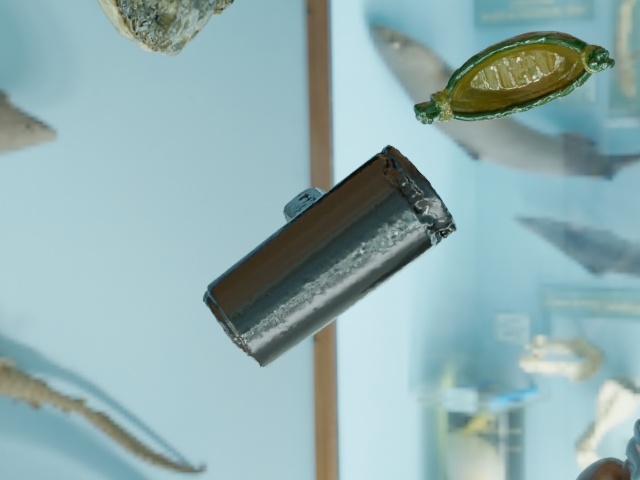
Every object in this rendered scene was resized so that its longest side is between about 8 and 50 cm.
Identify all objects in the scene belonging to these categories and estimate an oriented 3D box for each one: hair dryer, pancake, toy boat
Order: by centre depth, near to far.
[{"bbox_3d":[0.000,0.000,1.203,0.197,0.089,0.251,-38,-168,3],"label":"hair dryer"},{"bbox_3d":[0.217,-0.181,1.600,0.229,0.089,0.088,-16,-156,15],"label":"toy boat"},{"bbox_3d":[-0.166,-0.406,1.647,0.082,0.387,0.387,16,-170,21],"label":"pancake"}]

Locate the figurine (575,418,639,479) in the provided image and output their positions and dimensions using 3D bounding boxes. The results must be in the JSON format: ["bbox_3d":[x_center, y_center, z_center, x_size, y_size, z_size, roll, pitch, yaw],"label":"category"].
[{"bbox_3d":[0.349,0.313,1.376,0.248,0.277,0.388,-15,158,16],"label":"figurine"}]
